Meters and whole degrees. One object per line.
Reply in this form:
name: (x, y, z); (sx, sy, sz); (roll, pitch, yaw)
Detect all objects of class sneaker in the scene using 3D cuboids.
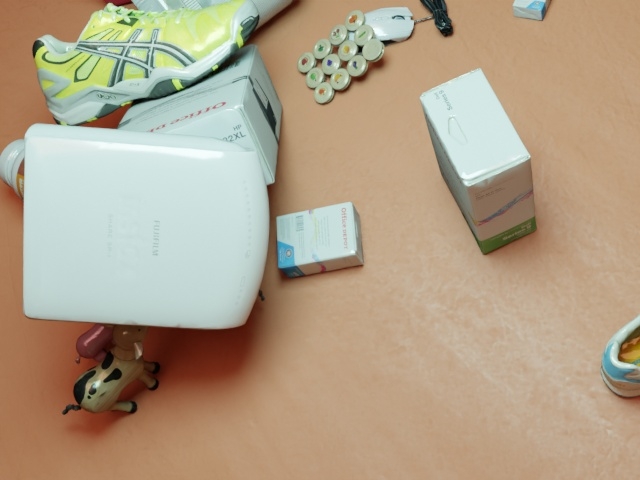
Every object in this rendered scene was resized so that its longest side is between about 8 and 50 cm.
sneaker: (-0.281, -0.302, 1.192); (0.384, 0.147, 0.145); (-19, 25, 12)
sneaker: (0.446, 0.105, 0.926); (0.228, 0.092, 0.087); (-36, 58, 0)

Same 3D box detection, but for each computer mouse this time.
computer mouse: (0.120, -0.365, 1.288); (0.192, 0.042, 0.106); (-16, 63, 12)

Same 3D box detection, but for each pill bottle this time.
pill bottle: (-0.453, -0.103, 1.329); (0.216, 0.121, 0.121); (22, 75, 27)

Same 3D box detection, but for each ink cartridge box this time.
ink cartridge box: (0.000, 0.000, 1.158); (0.122, 0.052, 0.089); (-11, 64, 16)
ink cartridge box: (0.347, -0.398, 1.229); (0.048, 0.028, 0.083); (19, 74, 26)
ink cartridge box: (-0.185, -0.166, 1.175); (0.223, 0.129, 0.307); (-19, 28, 10)
ink cartridge box: (0.216, -0.101, 1.033); (0.093, 0.212, 0.154); (-25, 60, 7)

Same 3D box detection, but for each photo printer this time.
photo printer: (-0.220, -0.012, 0.992); (0.307, 0.107, 0.256); (5, 101, -5)

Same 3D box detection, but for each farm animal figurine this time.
farm animal figurine: (-0.254, 0.077, 1.144); (0.326, 0.172, 0.331); (-13, 63, 14)

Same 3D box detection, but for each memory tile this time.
memory tile: (0.031, -0.307, 1.284); (0.148, 0.012, 0.113); (-37, 62, 21)

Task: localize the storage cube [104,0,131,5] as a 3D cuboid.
storage cube: (-0.362, -0.601, 1.490); (0.193, 0.184, 0.215); (-9, 63, 14)

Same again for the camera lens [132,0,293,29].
camera lens: (-0.184, -0.455, 1.337); (0.274, 0.219, 0.219); (-37, 60, 1)
